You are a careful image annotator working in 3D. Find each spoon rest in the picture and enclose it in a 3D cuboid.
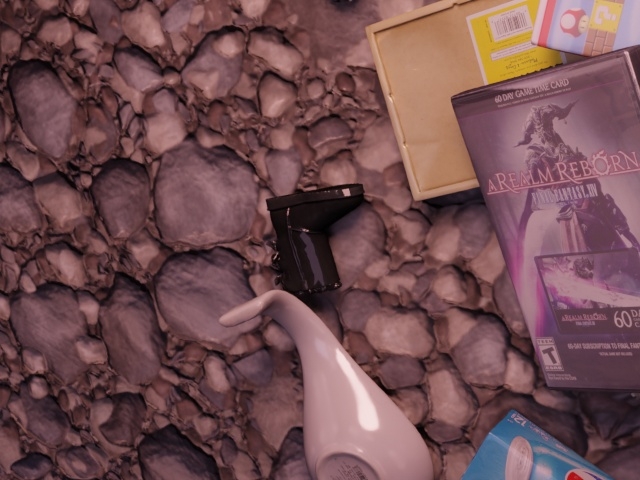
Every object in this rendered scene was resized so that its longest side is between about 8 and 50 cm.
[{"bbox_3d":[0.011,0.161,1.170,0.137,0.084,0.276,-24,105,33],"label":"spoon rest"}]

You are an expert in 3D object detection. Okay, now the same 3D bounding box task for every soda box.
[{"bbox_3d":[0.232,0.246,1.071,0.210,0.067,0.071,34,116,17],"label":"soda box"}]

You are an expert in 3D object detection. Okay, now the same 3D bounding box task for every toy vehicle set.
[{"bbox_3d":[0.180,-0.143,1.025,0.267,0.035,0.166,-13,95,30],"label":"toy vehicle set"}]

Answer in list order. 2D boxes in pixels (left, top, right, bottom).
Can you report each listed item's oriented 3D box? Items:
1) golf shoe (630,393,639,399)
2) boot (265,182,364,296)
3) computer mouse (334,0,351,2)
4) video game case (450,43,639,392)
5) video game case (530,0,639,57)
[{"bbox_3d":[0.340,0.155,0.994,0.086,0.069,0.176,-43,81,23],"label":"golf shoe"},{"bbox_3d":[0.000,0.000,1.152,0.121,0.045,0.099,-9,95,37],"label":"boot"},{"bbox_3d":[0.032,-0.357,1.036,0.188,0.072,0.272,50,119,11],"label":"computer mouse"},{"bbox_3d":[0.217,-0.005,0.963,0.196,0.026,0.274,-8,106,55],"label":"video game case"},{"bbox_3d":[0.322,-0.219,0.906,0.285,0.025,0.204,15,104,16],"label":"video game case"}]
